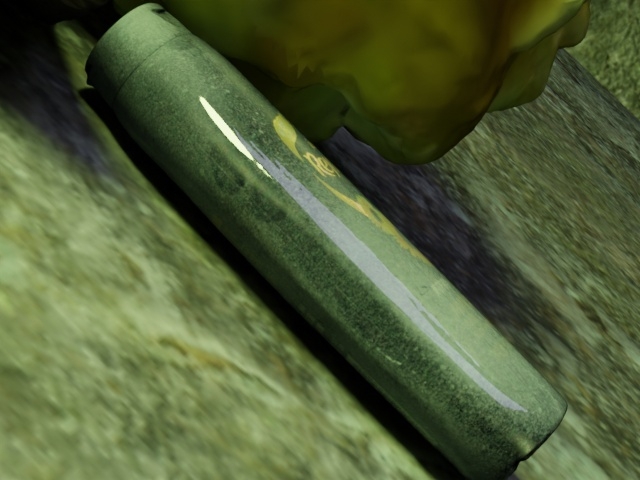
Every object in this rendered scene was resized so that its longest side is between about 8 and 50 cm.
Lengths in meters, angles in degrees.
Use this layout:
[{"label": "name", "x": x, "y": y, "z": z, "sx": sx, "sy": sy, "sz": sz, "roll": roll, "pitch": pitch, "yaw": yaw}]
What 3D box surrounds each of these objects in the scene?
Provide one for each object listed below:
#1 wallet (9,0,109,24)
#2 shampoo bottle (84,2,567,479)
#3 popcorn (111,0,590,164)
[{"label": "wallet", "x": -0.200, "y": -0.183, "z": 0.552, "sx": 0.321, "sy": 0.044, "sz": 0.170, "roll": 36, "pitch": -12, "yaw": -23}, {"label": "shampoo bottle", "x": 0.000, "y": 0.000, "z": 0.643, "sx": 0.234, "sy": 0.049, "sz": 0.087, "roll": 45, "pitch": 10, "yaw": 7}, {"label": "popcorn", "x": 0.011, "y": -0.198, "z": 0.728, "sx": 0.274, "sy": 0.279, "sz": 0.335, "roll": -92, "pitch": 162, "yaw": -54}]
